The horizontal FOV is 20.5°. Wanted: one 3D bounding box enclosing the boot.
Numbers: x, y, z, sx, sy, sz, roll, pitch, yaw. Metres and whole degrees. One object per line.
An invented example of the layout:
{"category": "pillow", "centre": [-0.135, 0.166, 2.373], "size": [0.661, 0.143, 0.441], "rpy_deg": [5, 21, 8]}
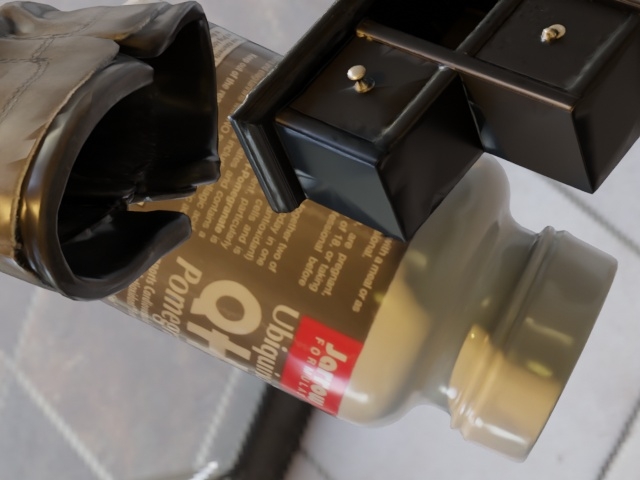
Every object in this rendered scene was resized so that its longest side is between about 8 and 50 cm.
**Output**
{"category": "boot", "centre": [-0.170, -0.011, 0.521], "size": [0.223, 0.338, 0.118], "rpy_deg": [6, 122, 18]}

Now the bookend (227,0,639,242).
{"category": "bookend", "centre": [0.069, -0.064, 0.838], "size": [0.156, 0.157, 0.072], "rpy_deg": [26, 154, 36]}

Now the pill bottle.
{"category": "pill bottle", "centre": [0.000, 0.000, 1.019], "size": [0.319, 0.176, 0.176], "rpy_deg": [25, 115, 7]}
